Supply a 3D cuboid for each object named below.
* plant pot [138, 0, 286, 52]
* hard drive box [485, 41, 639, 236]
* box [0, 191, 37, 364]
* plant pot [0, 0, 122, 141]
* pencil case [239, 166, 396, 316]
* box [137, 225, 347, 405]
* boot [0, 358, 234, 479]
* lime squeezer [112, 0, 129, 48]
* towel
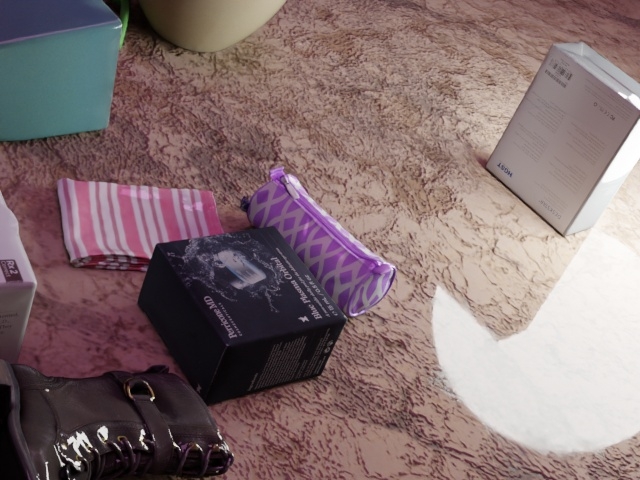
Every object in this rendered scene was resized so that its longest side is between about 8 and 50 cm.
[{"bbox_3d":[-0.178,-0.406,1.581,0.284,0.191,0.284,16,36,-12],"label":"plant pot"},{"bbox_3d":[0.383,-0.154,1.553,0.089,0.232,0.181,-14,51,-43],"label":"hard drive box"},{"bbox_3d":[-0.381,0.026,0.949,0.182,0.119,0.181,-3,43,-34],"label":"box"},{"bbox_3d":[-0.392,-0.220,1.241,0.234,0.165,0.166,-21,54,-37],"label":"plant pot"},{"bbox_3d":[0.000,0.000,1.244,0.206,0.088,0.086,43,40,23],"label":"pencil case"},{"bbox_3d":[-0.084,0.075,1.090,0.158,0.093,0.156,-10,47,-38],"label":"box"},{"bbox_3d":[-0.174,0.182,0.875,0.229,0.091,0.263,11,28,-35],"label":"boot"},{"bbox_3d":[-0.340,-0.405,1.601,0.110,0.059,0.310,-10,48,-40],"label":"lime squeezer"},{"bbox_3d":[-0.204,-0.021,1.198,0.197,0.029,0.144,4,39,-27],"label":"towel"}]
